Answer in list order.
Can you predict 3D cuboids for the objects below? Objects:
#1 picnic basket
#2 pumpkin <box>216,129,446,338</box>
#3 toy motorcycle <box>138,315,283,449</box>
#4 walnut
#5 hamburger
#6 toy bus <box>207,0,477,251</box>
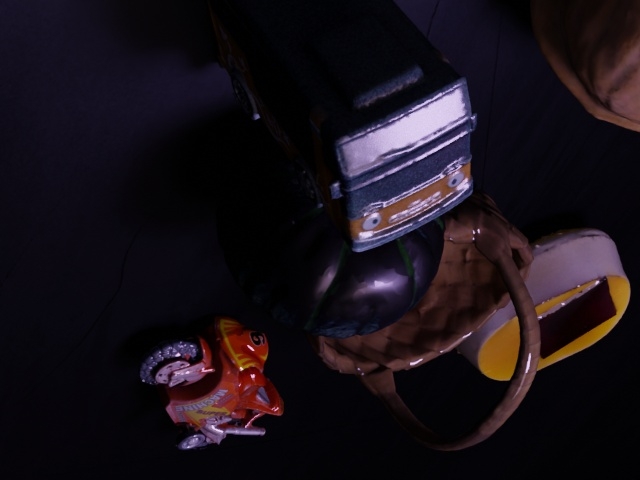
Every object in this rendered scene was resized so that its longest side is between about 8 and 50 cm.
[{"bbox_3d":[0.148,0.101,1.407,0.337,0.337,0.293,1,135,-44],"label":"picnic basket"},{"bbox_3d":[0.000,0.000,1.207,0.248,0.248,0.248,-24,148,-16],"label":"pumpkin"},{"bbox_3d":[-0.137,0.192,1.483,0.171,0.089,0.298,-30,149,-8],"label":"toy motorcycle"},{"bbox_3d":[0.367,-0.247,1.184,0.285,0.285,0.296,-38,-175,6],"label":"walnut"},{"bbox_3d":[0.333,0.090,1.734,0.295,0.151,0.227,-20,142,-8],"label":"hamburger"},{"bbox_3d":[0.012,-0.143,0.977,0.138,0.275,0.167,-26,147,-12],"label":"toy bus"}]
